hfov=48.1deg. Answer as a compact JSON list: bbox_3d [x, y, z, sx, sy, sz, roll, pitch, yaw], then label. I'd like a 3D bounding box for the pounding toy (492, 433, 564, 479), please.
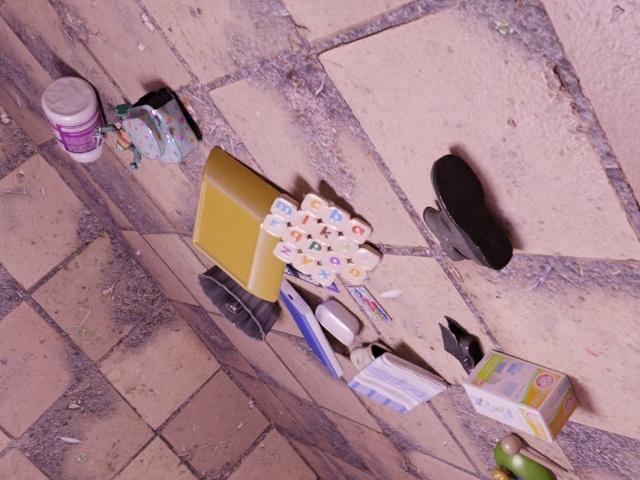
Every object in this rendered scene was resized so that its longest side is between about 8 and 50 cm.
[{"bbox_3d":[0.527,0.630,1.913,0.183,0.110,0.237,35,156,22],"label":"pounding toy"}]

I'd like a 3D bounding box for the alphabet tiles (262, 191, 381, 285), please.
[{"bbox_3d":[0.000,0.000,1.723,0.284,0.021,0.278,32,141,-1],"label":"alphabet tiles"}]

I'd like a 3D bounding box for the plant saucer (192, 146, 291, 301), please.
[{"bbox_3d":[-0.228,-0.030,1.917,0.333,0.081,0.333,37,131,27],"label":"plant saucer"}]

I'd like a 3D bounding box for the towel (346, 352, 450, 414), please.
[{"bbox_3d":[0.213,0.413,2.038,0.209,0.034,0.285,27,146,-7],"label":"towel"}]

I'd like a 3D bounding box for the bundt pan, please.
[{"bbox_3d":[-0.276,0.201,2.531,0.331,0.124,0.331,37,156,20],"label":"bundt pan"}]

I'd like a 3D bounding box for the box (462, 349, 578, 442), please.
[{"bbox_3d":[0.433,0.334,1.557,0.203,0.114,0.103,14,141,51],"label":"box"}]

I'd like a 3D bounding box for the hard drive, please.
[{"bbox_3d":[-0.036,0.280,2.298,0.210,0.040,0.319,44,164,49],"label":"hard drive"}]

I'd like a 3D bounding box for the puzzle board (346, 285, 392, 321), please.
[{"bbox_3d":[0.130,0.172,1.934,0.128,0.011,0.096,51,157,-13],"label":"puzzle board"}]

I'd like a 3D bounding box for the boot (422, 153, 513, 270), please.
[{"bbox_3d":[0.233,-0.045,1.303,0.246,0.083,0.161,56,161,-22],"label":"boot"}]

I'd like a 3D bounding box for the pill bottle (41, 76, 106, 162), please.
[{"bbox_3d":[-0.801,-0.385,2.359,0.169,0.169,0.301,40,157,12],"label":"pill bottle"}]

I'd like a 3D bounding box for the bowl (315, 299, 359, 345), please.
[{"bbox_3d":[0.055,0.235,2.115,0.142,0.053,0.142,40,157,10],"label":"bowl"}]

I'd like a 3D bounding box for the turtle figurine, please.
[{"bbox_3d":[-0.610,-0.318,2.221,0.175,0.118,0.234,33,144,-11],"label":"turtle figurine"}]

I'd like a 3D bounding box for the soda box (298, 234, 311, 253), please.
[{"bbox_3d":[-0.083,-0.016,1.908,0.181,0.061,0.058,22,148,43],"label":"soda box"}]

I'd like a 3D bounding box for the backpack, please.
[{"bbox_3d":[-0.423,-0.290,1.918,0.166,0.144,0.188,3,137,51],"label":"backpack"}]

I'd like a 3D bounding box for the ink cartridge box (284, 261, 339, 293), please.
[{"bbox_3d":[-0.063,0.068,2.041,0.206,0.045,0.208,19,148,47],"label":"ink cartridge box"}]

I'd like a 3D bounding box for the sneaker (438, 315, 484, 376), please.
[{"bbox_3d":[0.332,0.259,1.691,0.089,0.051,0.170,22,144,43],"label":"sneaker"}]

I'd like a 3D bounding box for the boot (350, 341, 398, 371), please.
[{"bbox_3d":[0.195,0.389,2.116,0.213,0.077,0.165,46,155,-2],"label":"boot"}]
